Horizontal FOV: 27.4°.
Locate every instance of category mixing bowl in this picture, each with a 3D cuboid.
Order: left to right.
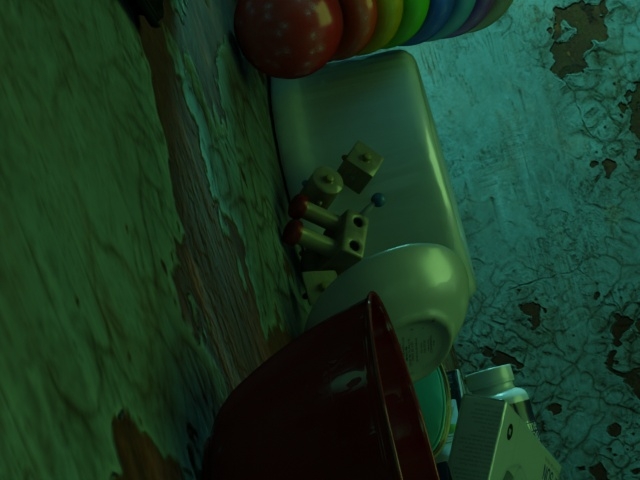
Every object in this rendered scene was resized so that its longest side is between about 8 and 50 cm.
[{"bbox_3d":[0.003,0.123,0.632,0.181,0.098,0.181,-15,90,-84],"label":"mixing bowl"}]

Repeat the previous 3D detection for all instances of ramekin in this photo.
[{"bbox_3d":[0.055,-0.048,1.249,0.277,0.135,0.277,-15,90,-83],"label":"ramekin"}]

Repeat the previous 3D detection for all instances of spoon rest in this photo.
[{"bbox_3d":[0.053,0.108,1.041,0.084,0.137,0.276,-125,-156,-45],"label":"spoon rest"}]

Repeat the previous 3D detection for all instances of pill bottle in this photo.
[{"bbox_3d":[0.189,0.192,1.354,0.067,0.067,0.120,37,38,-79],"label":"pill bottle"}]

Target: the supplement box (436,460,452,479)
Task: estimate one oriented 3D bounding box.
[{"bbox_3d":[0.060,0.210,0.947,0.083,0.083,0.056,-80,154,-74],"label":"supplement box"}]

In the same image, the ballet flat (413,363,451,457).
[{"bbox_3d":[0.085,0.126,1.375,0.073,0.080,0.232,96,-15,-66],"label":"ballet flat"}]

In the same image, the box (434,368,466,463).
[{"bbox_3d":[0.138,0.281,1.389,0.290,0.087,0.169,-84,158,-70],"label":"box"}]

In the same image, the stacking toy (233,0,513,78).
[{"bbox_3d":[0.045,-0.214,1.155,0.330,0.141,0.141,-33,112,-47],"label":"stacking toy"}]

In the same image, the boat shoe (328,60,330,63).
[{"bbox_3d":[0.003,-0.254,1.611,0.152,0.049,0.056,-96,168,-52],"label":"boat shoe"}]

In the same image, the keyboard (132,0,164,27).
[{"bbox_3d":[-0.119,-0.196,0.673,0.180,0.023,0.108,62,21,-65],"label":"keyboard"}]

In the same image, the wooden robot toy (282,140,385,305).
[{"bbox_3d":[0.000,0.000,1.071,0.079,0.076,0.173,128,-21,-50],"label":"wooden robot toy"}]

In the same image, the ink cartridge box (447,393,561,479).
[{"bbox_3d":[0.147,0.272,1.143,0.223,0.045,0.224,46,56,-58],"label":"ink cartridge box"}]
